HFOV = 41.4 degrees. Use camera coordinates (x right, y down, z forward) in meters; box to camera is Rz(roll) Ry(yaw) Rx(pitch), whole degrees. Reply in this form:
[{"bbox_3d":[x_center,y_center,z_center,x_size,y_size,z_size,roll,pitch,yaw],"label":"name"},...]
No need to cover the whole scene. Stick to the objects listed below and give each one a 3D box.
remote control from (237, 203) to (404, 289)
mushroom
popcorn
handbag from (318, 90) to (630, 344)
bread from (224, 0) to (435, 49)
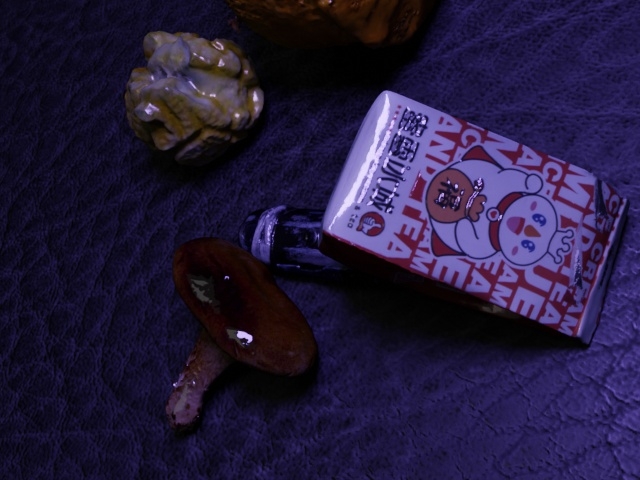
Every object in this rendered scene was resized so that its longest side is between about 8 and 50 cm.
[{"bbox_3d":[0.000,0.000,1.016,0.266,0.066,0.090,7,70,32],"label":"remote control"},{"bbox_3d":[-0.134,0.126,1.008,0.217,0.148,0.227,-52,50,19],"label":"mushroom"},{"bbox_3d":[-0.175,-0.201,1.154,0.187,0.167,0.185,-51,48,-6],"label":"popcorn"},{"bbox_3d":[0.158,-0.012,0.865,0.298,0.151,0.171,23,81,0],"label":"handbag"},{"bbox_3d":[0.019,-0.424,1.036,0.215,0.398,0.398,-7,63,36],"label":"bread"}]
